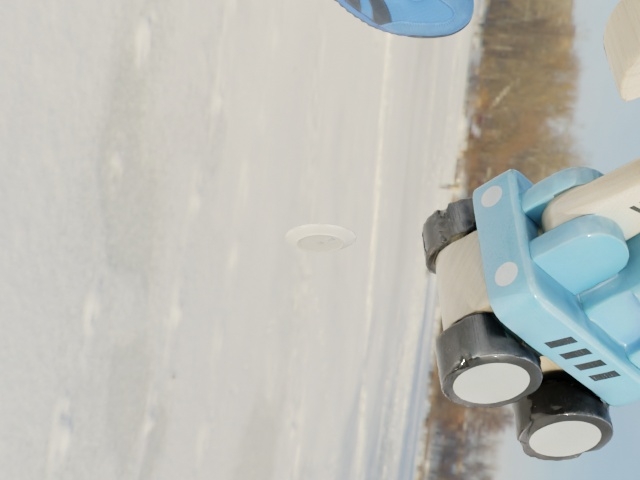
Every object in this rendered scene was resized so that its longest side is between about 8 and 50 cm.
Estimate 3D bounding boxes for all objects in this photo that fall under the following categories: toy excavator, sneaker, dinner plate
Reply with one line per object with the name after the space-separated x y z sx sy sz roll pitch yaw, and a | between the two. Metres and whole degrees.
0.293 -0.014 0.932 0.433 0.445 0.222 36 36 -33 | toy excavator
0.036 -0.209 0.666 0.082 0.209 0.069 -3 -115 64 | sneaker
0.000 0.000 1.816 0.141 0.141 0.017 76 12 -67 | dinner plate
